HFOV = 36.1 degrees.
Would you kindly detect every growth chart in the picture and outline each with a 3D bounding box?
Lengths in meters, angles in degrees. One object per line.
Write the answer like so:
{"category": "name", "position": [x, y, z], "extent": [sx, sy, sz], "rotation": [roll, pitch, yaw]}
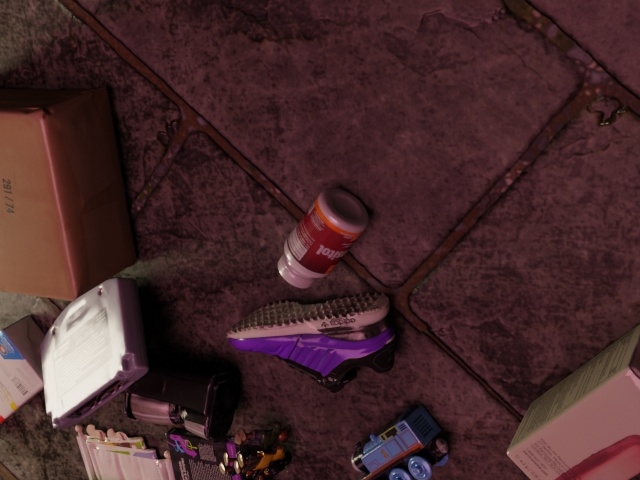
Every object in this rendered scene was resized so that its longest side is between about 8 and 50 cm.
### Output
{"category": "growth chart", "position": [-0.372, 0.441, 1.901], "extent": [0.237, 0.021, 0.171], "rotation": [8, 114, 25]}

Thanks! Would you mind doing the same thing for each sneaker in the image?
{"category": "sneaker", "position": [-0.013, 0.175, 1.546], "extent": [0.293, 0.102, 0.146], "rotation": [-8, 108, 30]}

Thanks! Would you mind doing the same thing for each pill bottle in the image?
{"category": "pill bottle", "position": [0.000, 0.000, 1.472], "extent": [0.086, 0.086, 0.152], "rotation": [42, 125, 6]}

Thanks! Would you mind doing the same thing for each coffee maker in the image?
{"category": "coffee maker", "position": [-0.239, 0.247, 1.687], "extent": [0.178, 0.120, 0.171], "rotation": [7, 113, 25]}

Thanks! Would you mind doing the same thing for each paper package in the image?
{"category": "paper package", "position": [-0.492, -0.087, 1.649], "extent": [0.310, 0.168, 0.324], "rotation": [6, 114, 28]}

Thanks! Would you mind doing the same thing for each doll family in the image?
{"category": "doll family", "position": [-0.106, 0.392, 1.700], "extent": [0.193, 0.111, 0.076], "rotation": [-57, 43, 39]}

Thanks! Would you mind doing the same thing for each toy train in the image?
{"category": "toy train", "position": [0.123, 0.344, 1.566], "extent": [0.184, 0.080, 0.105], "rotation": [-42, 79, 37]}

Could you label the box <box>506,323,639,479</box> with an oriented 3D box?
{"category": "box", "position": [0.390, 0.241, 1.331], "extent": [0.127, 0.148, 0.232], "rotation": [46, 125, 3]}

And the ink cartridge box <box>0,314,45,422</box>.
{"category": "ink cartridge box", "position": [-0.610, 0.262, 1.916], "extent": [0.231, 0.078, 0.134], "rotation": [-37, 91, 34]}

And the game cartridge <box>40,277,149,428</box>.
{"category": "game cartridge", "position": [-0.402, 0.191, 1.730], "extent": [0.294, 0.060, 0.196], "rotation": [-35, 61, 39]}

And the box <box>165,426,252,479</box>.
{"category": "box", "position": [-0.202, 0.406, 1.792], "extent": [0.162, 0.029, 0.116], "rotation": [3, 111, 26]}
